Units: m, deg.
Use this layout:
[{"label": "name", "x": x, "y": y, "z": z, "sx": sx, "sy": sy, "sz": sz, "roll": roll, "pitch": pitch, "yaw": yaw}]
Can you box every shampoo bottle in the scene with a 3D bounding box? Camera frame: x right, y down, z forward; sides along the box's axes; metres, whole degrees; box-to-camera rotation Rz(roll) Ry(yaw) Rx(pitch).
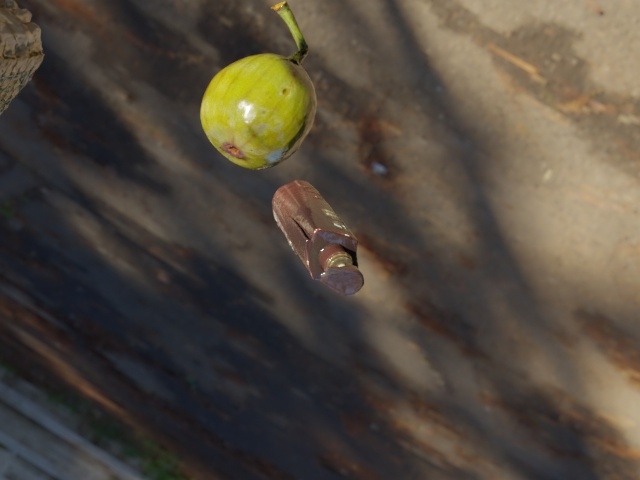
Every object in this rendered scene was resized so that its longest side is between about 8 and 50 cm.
[{"label": "shampoo bottle", "x": -0.001, "y": -0.002, "z": 1.653, "sx": 0.068, "sy": 0.067, "sz": 0.236, "roll": -3, "pitch": -156, "yaw": -17}]

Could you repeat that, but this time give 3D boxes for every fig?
[{"label": "fig", "x": -0.069, "y": -0.179, "z": 1.828, "sx": 0.148, "sy": 0.186, "sz": 0.142, "roll": 41, "pitch": 140, "yaw": 1}]

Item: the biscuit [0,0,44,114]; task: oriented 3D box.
[{"label": "biscuit", "x": -0.322, "y": 0.020, "z": 0.838, "sx": 0.078, "sy": 0.426, "sz": 0.144, "roll": 43, "pitch": -165, "yaw": 1}]
